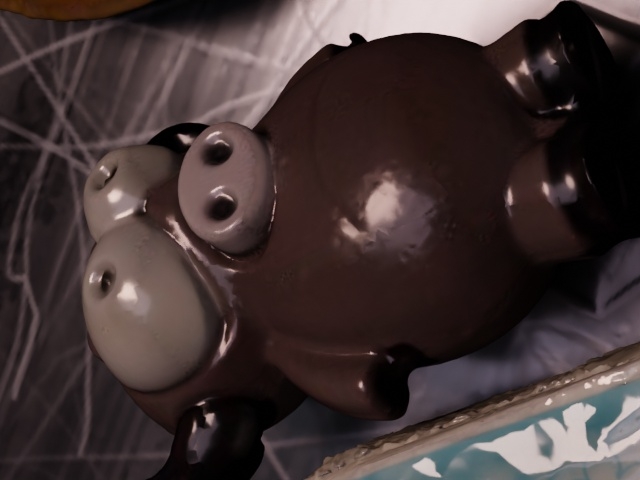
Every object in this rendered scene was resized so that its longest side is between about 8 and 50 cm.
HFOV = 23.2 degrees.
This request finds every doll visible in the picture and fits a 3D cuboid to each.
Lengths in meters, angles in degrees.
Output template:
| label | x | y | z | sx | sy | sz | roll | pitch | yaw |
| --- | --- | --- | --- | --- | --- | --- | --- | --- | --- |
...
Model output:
| label | x | y | z | sx | sy | sz | roll | pitch | yaw |
| --- | --- | --- | --- | --- | --- | --- | --- | --- | --- |
| doll | 0.002 | 0.000 | 0.635 | 0.257 | 0.117 | 0.182 | -19 | 56 | 23 |

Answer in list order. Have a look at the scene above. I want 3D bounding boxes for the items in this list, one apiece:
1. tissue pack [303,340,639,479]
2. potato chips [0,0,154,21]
| label | x | y | z | sx | sy | sz | roll | pitch | yaw |
| --- | --- | --- | --- | --- | --- | --- | --- | --- | --- |
| tissue pack | 0.123 | 0.181 | 0.595 | 0.201 | 0.124 | 0.271 | -24 | 84 | 27 |
| potato chips | -0.106 | -0.185 | 0.706 | 0.208 | 0.062 | 0.195 | -21 | 79 | 25 |
